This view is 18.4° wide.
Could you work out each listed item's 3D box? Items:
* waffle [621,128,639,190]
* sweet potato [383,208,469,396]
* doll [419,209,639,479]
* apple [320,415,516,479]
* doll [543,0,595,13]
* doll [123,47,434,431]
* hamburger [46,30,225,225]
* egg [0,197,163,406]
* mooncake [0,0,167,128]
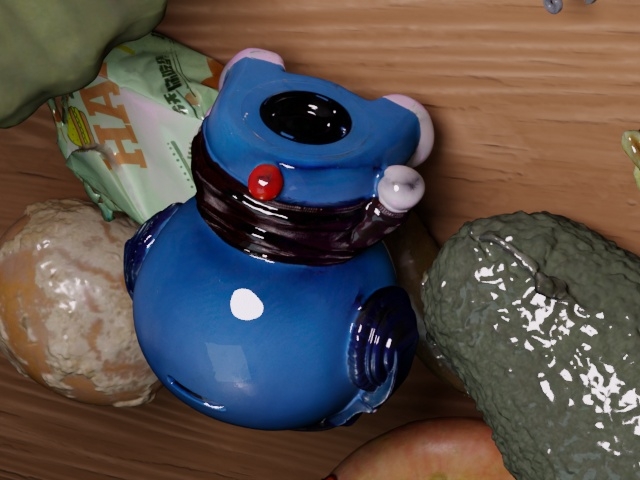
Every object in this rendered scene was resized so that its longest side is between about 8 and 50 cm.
[{"bbox_3d":[0.345,-0.024,1.562,0.204,0.054,0.223,-3,132,45],"label":"waffle"},{"bbox_3d":[0.111,0.046,1.847,0.112,0.085,0.285,-27,102,32],"label":"sweet potato"},{"bbox_3d":[0.236,0.121,1.694,0.349,0.247,0.247,44,148,6],"label":"doll"},{"bbox_3d":[0.145,0.377,1.956,0.391,0.391,0.346,23,167,19],"label":"apple"},{"bbox_3d":[0.172,-0.245,1.436,0.104,0.062,0.194,19,137,23],"label":"doll"},{"bbox_3d":[-0.039,0.021,1.713,0.284,0.240,0.310,27,127,19],"label":"doll"},{"bbox_3d":[-0.167,-0.101,1.872,0.214,0.125,0.235,30,144,19],"label":"hamburger"},{"bbox_3d":[-0.246,0.069,2.085,0.203,0.203,0.245,-12,121,49],"label":"egg"},{"bbox_3d":[-0.261,-0.233,1.582,0.356,0.356,0.194,0,138,42],"label":"mooncake"}]
